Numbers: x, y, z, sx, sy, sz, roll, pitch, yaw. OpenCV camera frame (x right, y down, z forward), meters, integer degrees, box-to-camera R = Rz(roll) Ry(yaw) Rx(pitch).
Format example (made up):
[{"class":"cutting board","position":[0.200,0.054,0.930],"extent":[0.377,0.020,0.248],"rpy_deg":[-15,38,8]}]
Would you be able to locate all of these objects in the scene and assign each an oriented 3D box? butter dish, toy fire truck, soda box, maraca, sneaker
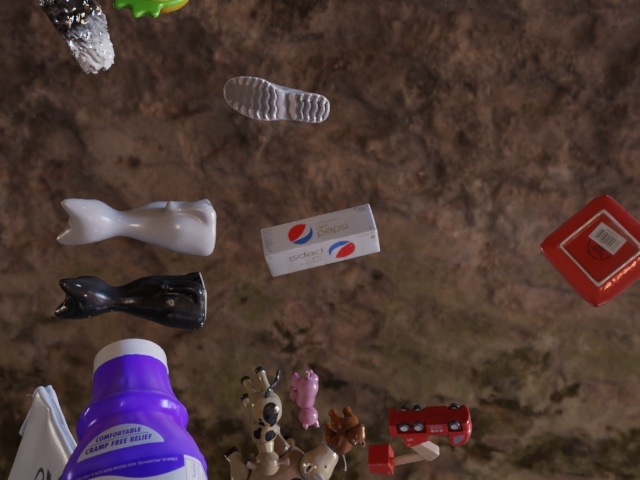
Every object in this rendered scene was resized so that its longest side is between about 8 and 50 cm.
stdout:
[{"class":"butter dish","position":[0.506,0.030,1.407],"extent":[0.160,0.160,0.118],"rpy_deg":[-40,-30,6]},{"class":"toy fire truck","position":[0.173,0.354,1.386],"extent":[0.192,0.047,0.135],"rpy_deg":[-5,-54,12]},{"class":"soda box","position":[0.000,0.000,1.491],"extent":[0.216,0.069,0.074],"rpy_deg":[-13,-38,2]},{"class":"maraca","position":[-0.310,-0.472,1.466],"extent":[0.127,0.186,0.099],"rpy_deg":[26,-38,15]},{"class":"sneaker","position":[-0.122,-0.363,2.082],"extent":[0.281,0.105,0.115],"rpy_deg":[13,8,-12]}]

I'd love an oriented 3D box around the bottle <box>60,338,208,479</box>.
[{"class":"bottle","position":[-0.146,0.205,0.623],"extent":[0.118,0.283,0.092],"rpy_deg":[-12,-45,-4]}]

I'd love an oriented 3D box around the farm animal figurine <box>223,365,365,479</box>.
[{"class":"farm animal figurine","position":[-0.065,0.422,1.526],"extent":[0.330,0.172,0.327],"rpy_deg":[29,-69,-38]}]

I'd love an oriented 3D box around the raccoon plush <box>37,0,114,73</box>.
[{"class":"raccoon plush","position":[-0.353,-0.522,1.183],"extent":[0.216,0.299,0.446],"rpy_deg":[50,-10,49]}]

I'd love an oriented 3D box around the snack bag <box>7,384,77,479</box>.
[{"class":"snack bag","position":[-0.260,0.371,0.777],"extent":[0.037,0.323,0.342],"rpy_deg":[5,28,-43]}]

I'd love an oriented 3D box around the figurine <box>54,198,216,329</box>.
[{"class":"figurine","position":[-0.261,0.028,1.091],"extent":[0.209,0.092,0.215],"rpy_deg":[1,-56,-17]}]
